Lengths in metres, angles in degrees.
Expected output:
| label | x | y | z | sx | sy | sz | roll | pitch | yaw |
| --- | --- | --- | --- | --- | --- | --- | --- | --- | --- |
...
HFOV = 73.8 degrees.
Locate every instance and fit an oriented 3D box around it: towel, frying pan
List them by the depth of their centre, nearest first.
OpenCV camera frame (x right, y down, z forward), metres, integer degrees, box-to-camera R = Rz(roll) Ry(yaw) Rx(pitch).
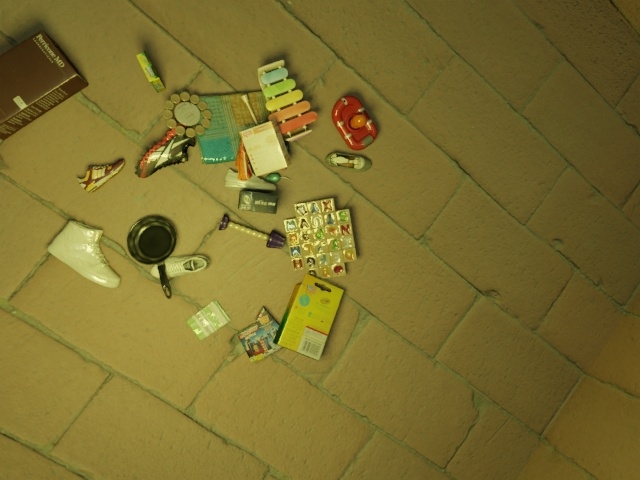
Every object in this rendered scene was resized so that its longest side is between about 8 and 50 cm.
| label | x | y | z | sx | sy | sz | roll | pitch | yaw |
| --- | --- | --- | --- | --- | --- | --- | --- | --- | --- |
| frying pan | -0.619 | 0.048 | 1.680 | 0.197 | 0.053 | 0.326 | -43 | 83 | -8 |
| towel | -0.329 | -0.470 | 1.758 | 0.370 | 0.040 | 0.272 | -11 | 97 | -13 |
| towel | -0.469 | 0.335 | 1.785 | 0.152 | 0.023 | 0.113 | -35 | 99 | -8 |

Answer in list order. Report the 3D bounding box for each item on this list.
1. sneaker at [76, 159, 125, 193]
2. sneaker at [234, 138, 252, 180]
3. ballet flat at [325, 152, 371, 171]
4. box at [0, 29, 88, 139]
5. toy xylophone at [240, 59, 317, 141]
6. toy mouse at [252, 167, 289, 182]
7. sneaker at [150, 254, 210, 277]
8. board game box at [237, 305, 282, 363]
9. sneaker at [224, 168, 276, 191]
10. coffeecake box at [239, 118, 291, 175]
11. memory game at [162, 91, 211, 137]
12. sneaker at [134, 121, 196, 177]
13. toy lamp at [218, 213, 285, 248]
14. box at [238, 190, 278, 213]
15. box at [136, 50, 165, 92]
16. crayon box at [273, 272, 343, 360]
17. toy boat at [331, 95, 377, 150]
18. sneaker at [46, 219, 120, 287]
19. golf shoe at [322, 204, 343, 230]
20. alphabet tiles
| label | x | y | z | sx | sy | sz | roll | pitch | yaw |
| --- | --- | --- | --- | --- | --- | --- | --- | --- | --- |
| sneaker | -0.844 | -0.266 | 1.640 | 0.185 | 0.069 | 0.084 | -42 | 106 | -8 |
| sneaker | -0.317 | -0.327 | 1.714 | 0.067 | 0.064 | 0.175 | -7 | 77 | 21 |
| ballet flat | 0.127 | -0.338 | 1.849 | 0.213 | 0.068 | 0.072 | 5 | 93 | -13 |
| box | -1.076 | -0.553 | 1.538 | 0.381 | 0.143 | 0.191 | -39 | 100 | -9 |
| toy xylophone | -0.172 | -0.545 | 1.732 | 0.236 | 0.081 | 0.323 | -33 | 100 | -10 |
| toy mouse | -0.185 | -0.296 | 1.791 | 0.143 | 0.031 | 0.161 | 40 | 96 | -16 |
| sneaker | -0.565 | 0.102 | 1.714 | 0.235 | 0.095 | 0.090 | -13 | 98 | -9 |
| board game box | -0.247 | 0.390 | 1.819 | 0.194 | 0.060 | 0.194 | -26 | 98 | -9 |
| sneaker | -0.286 | -0.251 | 1.765 | 0.212 | 0.080 | 0.094 | 7 | 81 | -11 |
| coffeecake box | -0.217 | -0.368 | 1.697 | 0.142 | 0.068 | 0.186 | -13 | 108 | 18 |
| memory game | -0.518 | -0.489 | 1.658 | 0.186 | 0.012 | 0.186 | 4 | 79 | -23 |
| sneaker | -0.600 | -0.333 | 1.674 | 0.135 | 0.097 | 0.276 | 43 | 83 | -9 |
| toy lamp | -0.281 | -0.032 | 1.775 | 0.274 | 0.080 | 0.080 | 19 | 90 | -14 |
| box | -0.255 | -0.154 | 1.720 | 0.147 | 0.180 | 0.078 | 6 | 94 | -12 |
| box | -0.637 | -0.633 | 1.606 | 0.043 | 0.179 | 0.105 | -27 | 98 | -10 |
| crayon box | -0.047 | 0.323 | 1.817 | 0.202 | 0.081 | 0.319 | 27 | 75 | -18 |
| toy boat | 0.150 | -0.502 | 1.801 | 0.151 | 0.151 | 0.231 | -36 | 100 | -8 |
| sneaker | -0.869 | 0.045 | 1.636 | 0.292 | 0.108 | 0.169 | 36 | 89 | -11 |
| golf shoe | 0.038 | -0.080 | 1.859 | 0.086 | 0.069 | 0.176 | -37 | 98 | 13 |
| alphabet tiles | 0.000 | 0.000 | 1.830 | 0.285 | 0.011 | 0.343 | -9 | 100 | 2 |
